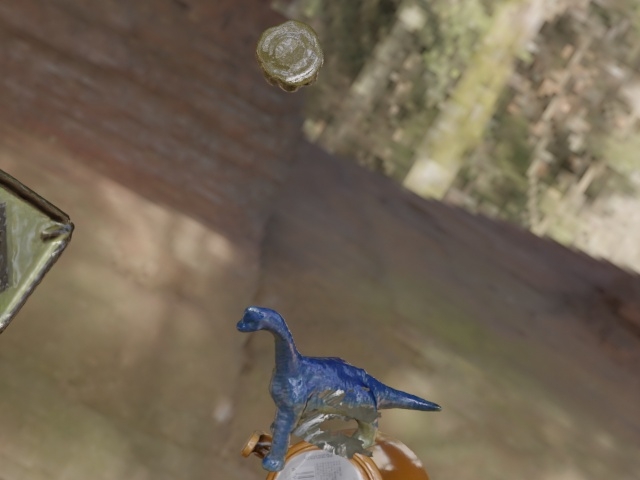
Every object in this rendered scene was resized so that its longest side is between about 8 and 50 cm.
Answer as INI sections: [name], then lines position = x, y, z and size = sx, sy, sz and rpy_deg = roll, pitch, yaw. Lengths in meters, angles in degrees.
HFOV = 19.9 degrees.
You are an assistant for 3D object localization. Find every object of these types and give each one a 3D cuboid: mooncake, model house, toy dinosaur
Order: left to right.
[model house]
position = -0.293, 0.013, 1.571
size = 0.218, 0.204, 0.279
rpy_deg = 15, 20, 32
[mooncake]
position = -0.002, 0.001, 1.466
size = 0.150, 0.346, 0.057
rpy_deg = 10, 2, 10
[toy dinosaur]
position = 0.018, 0.120, 1.704
size = 0.248, 0.188, 0.075
rpy_deg = -5, 40, -28

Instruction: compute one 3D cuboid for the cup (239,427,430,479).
[cup]
position = 0.006, 0.277, 2.002
size = 0.226, 0.182, 0.264
rpy_deg = 32, -4, 14
